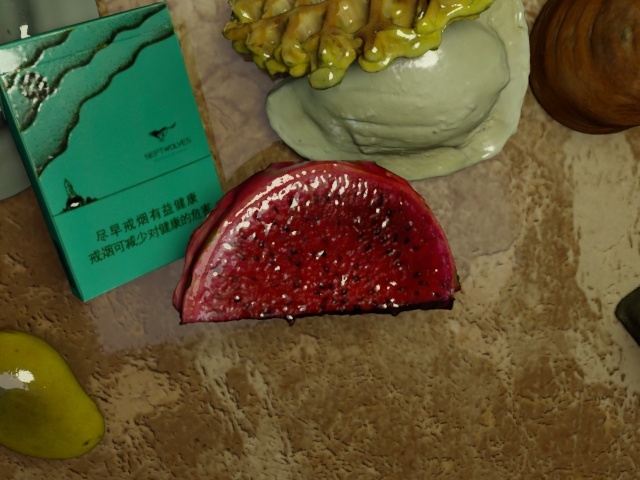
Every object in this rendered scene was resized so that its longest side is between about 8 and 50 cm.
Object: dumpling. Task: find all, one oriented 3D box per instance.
[{"bbox_3d":[0.081,-0.130,0.727,0.252,0.131,0.179,-26,125,11],"label":"dumpling"}]

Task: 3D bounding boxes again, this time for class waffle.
[{"bbox_3d":[0.035,-0.221,0.666,0.238,0.243,0.058,-42,135,-2],"label":"waffle"}]

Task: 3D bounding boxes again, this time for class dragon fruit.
[{"bbox_3d":[0.000,0.000,0.710,0.262,0.163,0.189,2,129,-19],"label":"dragon fruit"}]

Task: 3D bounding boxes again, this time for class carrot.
[{"bbox_3d":[0.281,-0.172,0.679,0.159,0.225,0.159,0,96,0],"label":"carrot"}]

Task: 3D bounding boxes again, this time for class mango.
[{"bbox_3d":[-0.283,0.157,0.780,0.103,0.076,0.161,-45,108,-1],"label":"mango"}]

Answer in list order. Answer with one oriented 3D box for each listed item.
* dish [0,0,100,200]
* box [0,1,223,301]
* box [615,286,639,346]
[{"bbox_3d":[-0.357,-0.177,0.689,0.317,0.106,0.316,0,98,0],"label":"dish"},{"bbox_3d":[-0.179,-0.080,0.705,0.161,0.042,0.226,-27,114,-29],"label":"box"},{"bbox_3d":[0.466,0.071,0.770,0.273,0.143,0.184,-38,99,3],"label":"box"}]
